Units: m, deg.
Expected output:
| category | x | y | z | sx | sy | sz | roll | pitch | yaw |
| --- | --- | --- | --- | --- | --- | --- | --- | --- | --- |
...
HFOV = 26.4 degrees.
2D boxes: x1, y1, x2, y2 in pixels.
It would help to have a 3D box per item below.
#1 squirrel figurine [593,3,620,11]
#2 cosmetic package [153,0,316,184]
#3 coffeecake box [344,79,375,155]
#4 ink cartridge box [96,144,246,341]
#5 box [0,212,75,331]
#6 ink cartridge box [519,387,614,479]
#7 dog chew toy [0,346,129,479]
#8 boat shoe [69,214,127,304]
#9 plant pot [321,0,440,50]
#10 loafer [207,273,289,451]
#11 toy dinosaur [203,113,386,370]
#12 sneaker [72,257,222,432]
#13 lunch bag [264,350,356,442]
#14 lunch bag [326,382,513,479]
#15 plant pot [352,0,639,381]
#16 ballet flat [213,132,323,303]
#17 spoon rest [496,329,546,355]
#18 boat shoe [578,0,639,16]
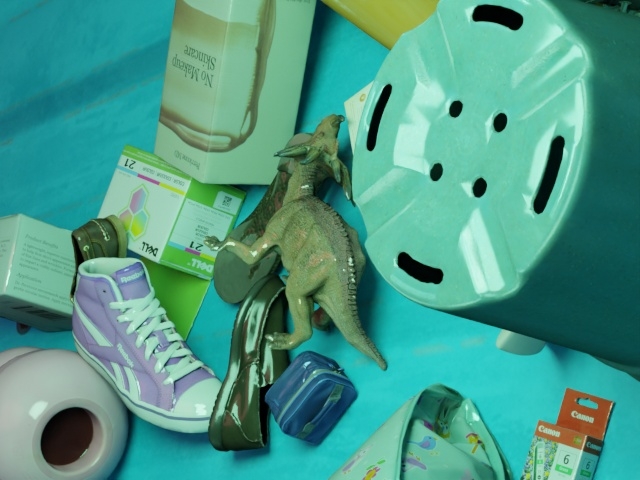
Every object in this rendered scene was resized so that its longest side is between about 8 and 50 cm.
| category | x | y | z | sx | sy | sz | roll | pitch | yaw |
| --- | --- | --- | --- | --- | --- | --- | --- | --- | --- |
| squirrel figurine | 0.224 | -0.398 | 1.284 | 0.370 | 0.397 | 0.281 | -62 | 20 | 24 |
| cosmetic package | -0.107 | -0.230 | 1.720 | 0.153 | 0.129 | 0.296 | 28 | 114 | 52 |
| coffeecake box | 0.122 | -0.137 | 1.532 | 0.185 | 0.068 | 0.142 | -34 | 50 | 35 |
| ink cartridge box | -0.228 | 0.020 | 1.837 | 0.189 | 0.097 | 0.255 | 21 | 89 | 50 |
| box | -0.412 | 0.051 | 1.964 | 0.182 | 0.181 | 0.119 | -8 | 67 | 47 |
| ink cartridge box | 0.230 | 0.197 | 1.286 | 0.063 | 0.029 | 0.115 | 13 | 83 | 51 |
| dog chew toy | -0.396 | 0.235 | 1.859 | 0.332 | 0.206 | 0.206 | 12 | 82 | 58 |
| boat shoe | -0.305 | 0.058 | 1.833 | 0.073 | 0.073 | 0.207 | 35 | 135 | 36 |
| plant pot | 0.071 | -0.323 | 1.553 | 0.205 | 0.188 | 0.205 | -42 | 12 | 11 |
| loafer | -0.066 | 0.150 | 1.622 | 0.078 | 0.080 | 0.220 | 12 | 82 | 19 |
| toy dinosaur | 0.000 | 0.000 | 1.533 | 0.200 | 0.127 | 0.296 | -51 | 54 | 29 |
| sneaker | -0.216 | 0.118 | 1.691 | 0.282 | 0.102 | 0.161 | 30 | 129 | 32 |
| lunch bag | -0.007 | 0.176 | 1.535 | 0.098 | 0.067 | 0.065 | -52 | 42 | 16 |
| lunch bag | 0.070 | 0.275 | 1.327 | 0.223 | 0.160 | 0.262 | -52 | 9 | 19 |
| plant pot | 0.228 | -0.048 | 1.126 | 0.341 | 0.334 | 0.341 | -16 | 69 | 50 |
| ballet flat | -0.055 | -0.026 | 1.701 | 0.084 | 0.058 | 0.250 | 37 | 109 | 24 |
| spoon rest | 0.177 | 0.031 | 1.400 | 0.137 | 0.084 | 0.276 | -52 | 28 | 17 |
| boat shoe | 0.287 | -0.231 | 1.183 | 0.319 | 0.099 | 0.116 | -19 | 30 | -1 |
